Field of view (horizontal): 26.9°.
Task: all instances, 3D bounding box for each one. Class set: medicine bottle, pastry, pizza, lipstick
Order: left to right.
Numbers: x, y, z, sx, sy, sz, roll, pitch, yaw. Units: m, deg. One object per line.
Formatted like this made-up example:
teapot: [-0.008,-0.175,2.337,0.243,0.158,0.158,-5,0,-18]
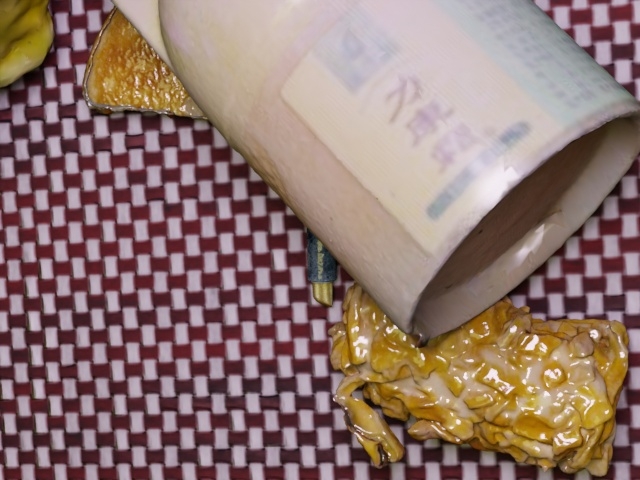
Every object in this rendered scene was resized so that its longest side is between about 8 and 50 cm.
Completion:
pizza: [-0.101,-0.163,1.143,0.176,0.036,0.184,29,98,8]
lipstick: [0.000,0.000,1.130,0.037,0.037,0.116,2,98,13]
medicine bottle: [0.022,-0.147,1.002,0.235,0.236,0.406,-46,71,12]
pastry: [0.116,0.111,1.072,0.250,0.102,0.154,11,94,11]

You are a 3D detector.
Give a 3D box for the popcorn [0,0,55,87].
popcorn: [-0.357,-0.234,1.069,0.312,0.312,0.312,1,94,14]
